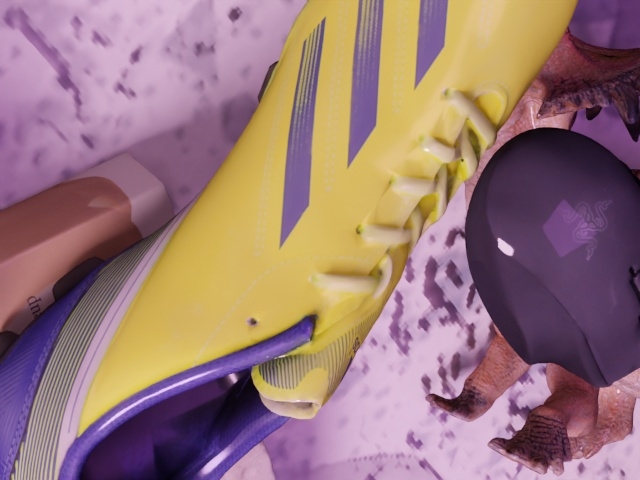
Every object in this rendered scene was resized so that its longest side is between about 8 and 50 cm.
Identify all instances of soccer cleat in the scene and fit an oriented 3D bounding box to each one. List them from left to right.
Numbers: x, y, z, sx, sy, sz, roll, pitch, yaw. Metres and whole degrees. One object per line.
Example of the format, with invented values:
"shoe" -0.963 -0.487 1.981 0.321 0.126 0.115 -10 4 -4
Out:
"soccer cleat" 0.000 0.001 0.601 0.289 0.121 0.093 -47 132 5

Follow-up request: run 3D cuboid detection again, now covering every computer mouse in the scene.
"computer mouse" 0.129 0.046 0.643 0.071 0.041 0.242 -52 127 -11

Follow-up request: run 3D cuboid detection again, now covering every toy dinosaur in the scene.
"toy dinosaur" 0.146 0.009 0.752 0.296 0.127 0.200 26 89 -39

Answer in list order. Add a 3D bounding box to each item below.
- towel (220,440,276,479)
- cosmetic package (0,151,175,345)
"towel" -0.102 0.192 0.733 0.187 0.049 0.282 -13 117 -22
"cosmetic package" -0.108 0.020 0.662 0.115 0.041 0.060 -28 122 -16
